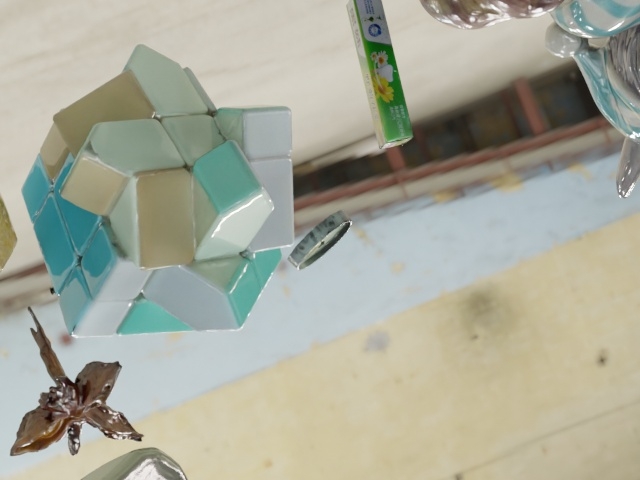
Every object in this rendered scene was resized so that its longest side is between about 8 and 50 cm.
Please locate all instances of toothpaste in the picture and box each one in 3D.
[{"bbox_3d":[0.069,-0.198,1.552,0.037,0.179,0.043,-13,178,-7],"label":"toothpaste"}]

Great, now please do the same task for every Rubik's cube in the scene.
[{"bbox_3d":[-0.140,-0.034,1.197,0.224,0.265,0.213,-1,143,-38],"label":"Rubik's cube"}]

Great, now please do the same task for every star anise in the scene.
[{"bbox_3d":[-0.298,0.170,1.562,0.158,0.144,0.140,-11,130,-16],"label":"star anise"}]

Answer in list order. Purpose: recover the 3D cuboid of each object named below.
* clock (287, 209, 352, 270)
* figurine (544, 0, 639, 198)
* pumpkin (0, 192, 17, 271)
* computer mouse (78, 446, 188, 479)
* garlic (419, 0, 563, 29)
[{"bbox_3d":[0.000,0.000,1.461,0.085,0.017,0.085,-41,170,-9],"label":"clock"},{"bbox_3d":[0.395,-0.200,1.581,0.361,0.378,0.266,1,-150,-12],"label":"figurine"},{"bbox_3d":[-0.464,0.009,1.763,0.110,0.217,0.217,32,142,-32],"label":"pumpkin"},{"bbox_3d":[-0.155,0.209,0.906,0.056,0.089,0.181,-27,-179,33],"label":"computer mouse"},{"bbox_3d":[0.191,-0.309,1.263,0.160,0.245,0.245,23,151,-31],"label":"garlic"}]
